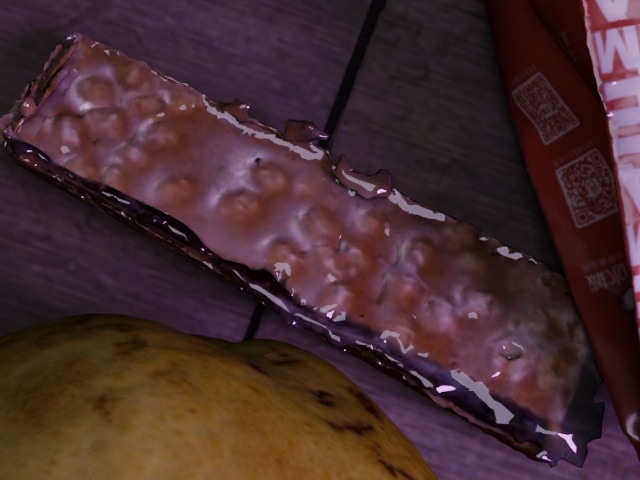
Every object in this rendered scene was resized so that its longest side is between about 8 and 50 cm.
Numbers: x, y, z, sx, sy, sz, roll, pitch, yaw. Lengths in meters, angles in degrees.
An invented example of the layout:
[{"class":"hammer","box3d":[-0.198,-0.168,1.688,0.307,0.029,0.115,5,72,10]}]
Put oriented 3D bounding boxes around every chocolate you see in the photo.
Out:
[{"class":"chocolate","box3d":[-0.003,0.005,0.653,0.329,0.065,0.102,29,64,-1]}]

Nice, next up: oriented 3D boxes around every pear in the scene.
[{"class":"pear","box3d":[-0.073,0.173,0.529,0.304,0.304,0.304,0,85,-3]}]

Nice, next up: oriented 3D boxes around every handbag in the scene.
[{"class":"handbag","box3d":[0.188,-0.042,0.622,0.171,0.151,0.298,-10,87,-8]}]
